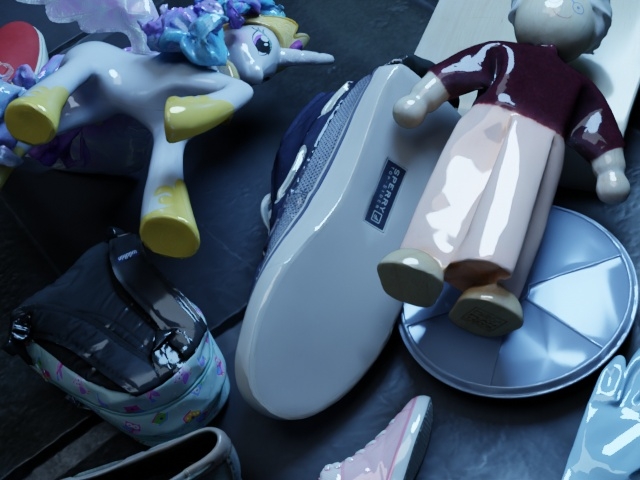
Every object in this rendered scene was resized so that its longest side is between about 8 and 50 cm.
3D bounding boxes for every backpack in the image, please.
[{"bbox_3d":[-0.159,0.089,0.992,0.182,0.115,0.152,28,67,38],"label":"backpack"}]

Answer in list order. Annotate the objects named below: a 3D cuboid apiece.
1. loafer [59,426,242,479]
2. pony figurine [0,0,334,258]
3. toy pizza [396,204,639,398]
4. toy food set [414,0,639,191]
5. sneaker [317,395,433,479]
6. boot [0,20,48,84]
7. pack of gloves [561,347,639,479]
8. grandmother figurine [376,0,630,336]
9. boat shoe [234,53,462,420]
[{"bbox_3d":[-0.187,0.207,0.881,0.267,0.084,0.096,-18,43,-19],"label":"loafer"},{"bbox_3d":[-0.194,-0.144,1.081,0.351,0.303,0.363,11,33,12],"label":"pony figurine"},{"bbox_3d":[0.164,0.050,0.981,0.201,0.032,0.201,-9,49,11],"label":"toy pizza"},{"bbox_3d":[0.225,-0.191,1.147,0.219,0.092,0.306,12,63,25],"label":"toy food set"},{"bbox_3d":[0.038,0.172,0.901,0.070,0.051,0.134,14,60,21],"label":"sneaker"},{"bbox_3d":[-0.389,-0.196,1.271,0.088,0.176,0.244,1,49,20],"label":"boot"},{"bbox_3d":[0.268,0.194,0.831,0.195,0.046,0.232,21,61,18],"label":"pack of gloves"},{"bbox_3d":[0.169,-0.092,0.977,0.208,0.104,0.342,27,67,-12],"label":"grandmother figurine"},{"bbox_3d":[0.000,0.000,1.031,0.158,0.127,0.340,-8,49,58],"label":"boat shoe"}]
